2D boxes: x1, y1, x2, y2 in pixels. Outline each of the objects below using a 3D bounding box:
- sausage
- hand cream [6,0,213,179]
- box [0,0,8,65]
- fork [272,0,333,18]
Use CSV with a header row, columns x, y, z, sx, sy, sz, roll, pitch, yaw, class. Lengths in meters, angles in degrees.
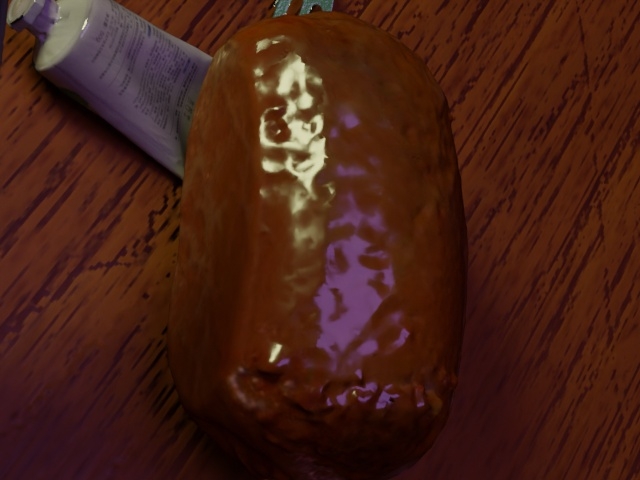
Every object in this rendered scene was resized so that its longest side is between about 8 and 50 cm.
x,y,z,sx,sy,sz,roll,pitch,yaw,class
0.001,0.000,0.729,0.141,0.153,0.268,11,69,-29,sausage
-0.114,-0.098,0.758,0.142,0.053,0.084,33,60,-38,hand cream
-0.293,-0.062,0.461,0.367,0.373,0.090,-9,39,-34,box
0.003,-0.220,0.879,0.039,0.021,0.235,24,64,-28,fork
